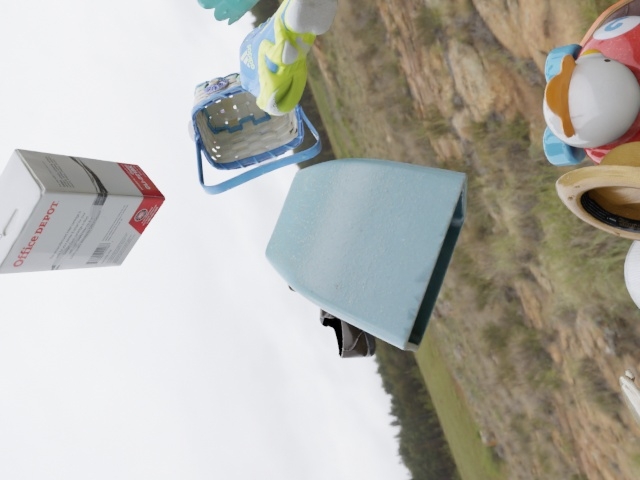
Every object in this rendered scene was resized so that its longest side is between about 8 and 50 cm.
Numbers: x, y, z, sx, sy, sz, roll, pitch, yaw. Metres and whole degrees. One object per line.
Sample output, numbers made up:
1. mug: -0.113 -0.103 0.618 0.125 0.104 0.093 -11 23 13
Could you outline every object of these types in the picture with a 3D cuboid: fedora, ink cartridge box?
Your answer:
1. fedora: 0.385 -0.063 0.678 0.079 0.194 0.194 -64 -23 -11
2. ink cartridge box: -0.462 -0.049 1.066 0.114 0.197 0.273 47 -159 19

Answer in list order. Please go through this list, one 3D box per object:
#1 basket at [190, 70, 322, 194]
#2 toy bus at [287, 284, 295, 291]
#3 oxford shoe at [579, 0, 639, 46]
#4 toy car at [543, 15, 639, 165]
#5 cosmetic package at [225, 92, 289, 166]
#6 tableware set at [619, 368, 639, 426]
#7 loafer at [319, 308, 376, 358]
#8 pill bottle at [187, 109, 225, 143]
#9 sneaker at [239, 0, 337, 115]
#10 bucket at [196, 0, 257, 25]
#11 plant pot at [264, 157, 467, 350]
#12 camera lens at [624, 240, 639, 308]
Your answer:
1. basket: -0.154 -0.234 1.209 0.201 0.255 0.289 74 174 -54
2. toy bus: 0.011 -0.007 1.255 0.104 0.202 0.191 -93 -9 -75
3. oxford shoe: 0.640 -0.439 1.165 0.097 0.271 0.098 7 -136 -53
4. toy car: 0.366 -0.198 0.743 0.238 0.219 0.210 -2 -87 -40
5. cosmetic package: -0.184 -0.315 1.608 0.184 0.151 0.151 145 131 -64
6. tableware set: 0.285 0.188 0.441 0.141 0.020 0.168 57 -169 -37
7. loafer: 0.031 0.128 1.098 0.080 0.078 0.220 110 140 -58
8. pill bottle: -0.329 -0.372 1.866 0.108 0.193 0.108 -6 -90 -73
9. sneaker: -0.062 -0.316 0.855 0.126 0.240 0.091 34 -162 32
10. bucket: -0.218 -0.664 1.319 0.281 0.183 0.281 48 -158 -28
11. plant pot: 0.066 0.007 0.881 0.248 0.252 0.247 40 -109 -72
12. camera lens: 0.674 0.058 0.991 0.274 0.219 0.219 5 -110 -75
